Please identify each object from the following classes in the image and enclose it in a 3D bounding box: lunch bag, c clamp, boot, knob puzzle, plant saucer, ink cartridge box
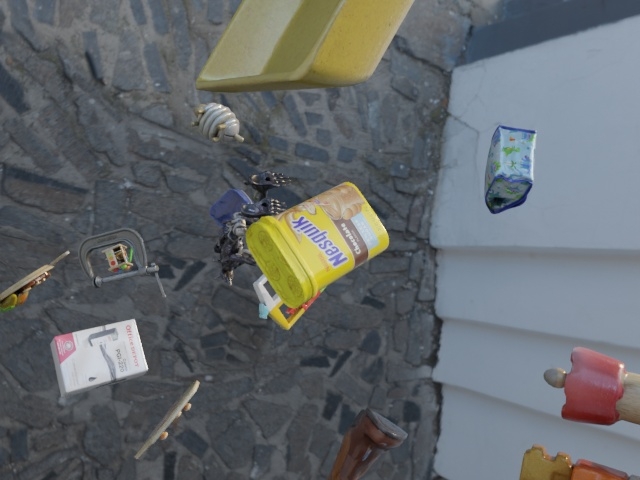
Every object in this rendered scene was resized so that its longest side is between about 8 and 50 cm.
[{"bbox_3d":[-0.205,-0.070,1.285,0.098,0.065,0.067,-42,88,9],"label":"lunch bag"},{"bbox_3d":[-0.368,0.048,1.013,0.022,0.161,0.137,-35,116,-73],"label":"c clamp"},{"bbox_3d":[0.045,0.465,1.080,0.096,0.264,0.280,35,73,-3],"label":"boot"},{"bbox_3d":[-0.330,0.399,1.278,0.030,0.213,0.213,40,68,-4],"label":"knob puzzle"},{"bbox_3d":[0.383,-0.140,1.146,0.096,0.151,0.128,11,68,3],"label":"lunch bag"},{"bbox_3d":[0.019,-0.283,0.585,0.081,0.333,0.332,32,87,-30],"label":"plant saucer"},{"bbox_3d":[-0.607,0.321,1.530,0.218,0.092,0.158,-10,73,-36],"label":"ink cartridge box"}]

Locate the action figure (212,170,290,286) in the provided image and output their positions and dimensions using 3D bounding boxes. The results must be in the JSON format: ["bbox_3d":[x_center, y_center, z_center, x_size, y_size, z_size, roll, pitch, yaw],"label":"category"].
[{"bbox_3d":[-0.138,-0.007,1.148,0.141,0.275,0.164,12,50,-20],"label":"action figure"}]

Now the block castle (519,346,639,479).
[{"bbox_3d":[0.328,0.369,0.676,0.303,0.213,0.453,26,76,-59],"label":"block castle"}]

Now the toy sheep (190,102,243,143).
[{"bbox_3d":[-0.221,-0.250,1.200,0.132,0.091,0.091,41,64,8],"label":"toy sheep"}]

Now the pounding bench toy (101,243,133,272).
[{"bbox_3d":[-0.534,0.046,1.507,0.083,0.052,0.065,-23,81,-2],"label":"pounding bench toy"}]

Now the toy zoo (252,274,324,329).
[{"bbox_3d":[-0.095,0.146,1.771,0.293,0.030,0.192,-47,119,-31],"label":"toy zoo"}]

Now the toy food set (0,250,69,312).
[{"bbox_3d":[-0.595,0.097,1.133,0.038,0.132,0.192,56,39,-11],"label":"toy food set"}]

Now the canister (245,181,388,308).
[{"bbox_3d":[0.000,0.000,0.775,0.170,0.073,0.126,-29,82,-34],"label":"canister"}]
